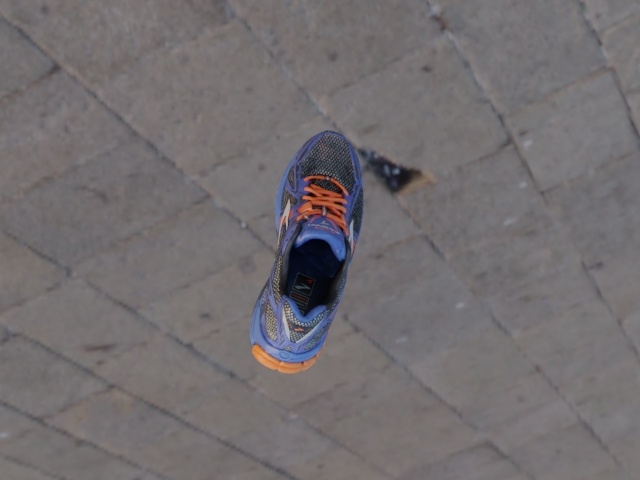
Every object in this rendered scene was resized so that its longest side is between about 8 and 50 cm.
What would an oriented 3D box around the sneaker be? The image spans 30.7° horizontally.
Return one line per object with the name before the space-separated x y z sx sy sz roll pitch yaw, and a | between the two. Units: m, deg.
sneaker | 0.000 0.000 0.979 0.083 0.221 0.087 14 152 -10
